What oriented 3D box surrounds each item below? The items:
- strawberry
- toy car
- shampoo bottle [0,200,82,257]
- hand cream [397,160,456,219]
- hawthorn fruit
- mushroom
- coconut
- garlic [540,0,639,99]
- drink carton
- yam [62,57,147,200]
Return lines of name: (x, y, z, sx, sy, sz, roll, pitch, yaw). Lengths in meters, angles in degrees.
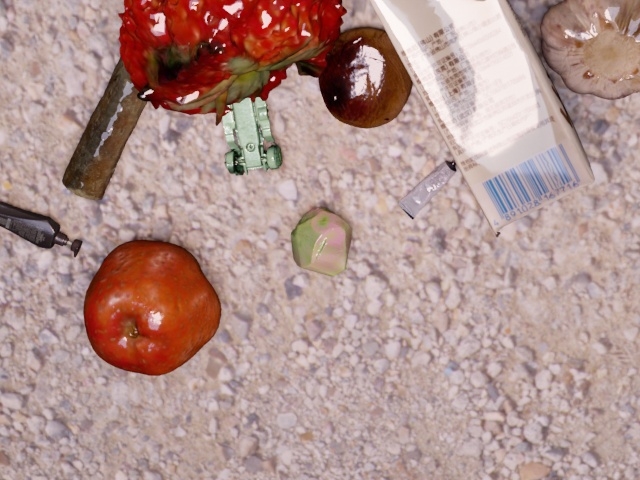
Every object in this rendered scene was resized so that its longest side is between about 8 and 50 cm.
strawberry: (-0.103, -0.274, 1.103, 0.261, 0.261, 0.257, -23, 85, 13)
toy car: (-0.091, -0.152, 1.256, 0.073, 0.054, 0.143, -9, 110, 7)
shampoo bottle: (-0.383, -0.018, 1.348, 0.137, 0.027, 0.048, 23, 124, -3)
hand cream: (0.139, -0.067, 1.286, 0.030, 0.019, 0.093, 41, 116, -11)
hawthorn fruit: (-0.215, 0.088, 1.293, 0.189, 0.189, 0.189, 2, 110, 5)
mushroom: (0.055, -0.196, 1.227, 0.123, 0.052, 0.123, 1, 109, 2)
coconut: (0.000, 0.000, 1.290, 0.081, 0.082, 0.083, 22, 156, -26)
garlic: (0.334, -0.233, 1.159, 0.159, 0.102, 0.147, 2, 124, 17)
drink carton: (0.176, -0.191, 1.139, 0.132, 0.194, 0.324, -28, 105, 13)
yam: (-0.247, -0.173, 1.264, 0.061, 0.061, 0.274, 28, 109, -5)
